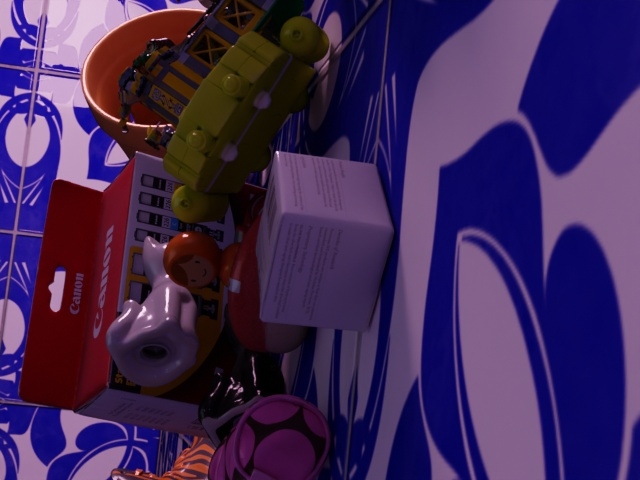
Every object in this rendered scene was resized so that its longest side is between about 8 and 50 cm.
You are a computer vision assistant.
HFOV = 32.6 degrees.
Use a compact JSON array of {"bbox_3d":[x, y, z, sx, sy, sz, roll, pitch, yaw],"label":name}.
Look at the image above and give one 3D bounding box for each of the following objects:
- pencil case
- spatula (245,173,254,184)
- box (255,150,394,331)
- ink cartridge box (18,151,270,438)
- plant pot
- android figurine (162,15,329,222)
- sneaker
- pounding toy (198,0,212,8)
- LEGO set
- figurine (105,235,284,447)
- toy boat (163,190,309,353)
[{"bbox_3d":[-0.052,0.205,0.999,0.098,0.095,0.209,-49,-6,-23],"label":"pencil case"},{"bbox_3d":[-0.102,-0.020,1.570,0.296,0.030,0.084,-95,20,-48],"label":"spatula"},{"bbox_3d":[0.000,0.000,0.852,0.101,0.087,0.102,-99,18,-57],"label":"box"},{"bbox_3d":[-0.204,0.065,1.349,0.130,0.272,0.309,-36,46,52],"label":"ink cartridge box"},{"bbox_3d":[-0.241,-0.223,1.858,0.203,0.291,0.290,84,-177,-51],"label":"plant pot"},{"bbox_3d":[-0.078,-0.127,1.145,0.248,0.056,0.273,-56,-7,6],"label":"android figurine"},{"bbox_3d":[-0.190,0.311,1.413,0.321,0.180,0.124,-121,40,-73],"label":"sneaker"},{"bbox_3d":[-0.091,-0.387,1.506,0.237,0.110,0.183,-40,-6,21],"label":"pounding toy"},{"bbox_3d":[-0.150,-0.224,1.217,0.255,0.192,0.331,-55,-9,1],"label":"LEGO set"},{"bbox_3d":[-0.128,0.102,1.206,0.092,0.215,0.209,-39,24,20],"label":"figurine"},{"bbox_3d":[-0.085,0.026,1.119,0.231,0.151,0.151,-136,53,-77],"label":"toy boat"}]
